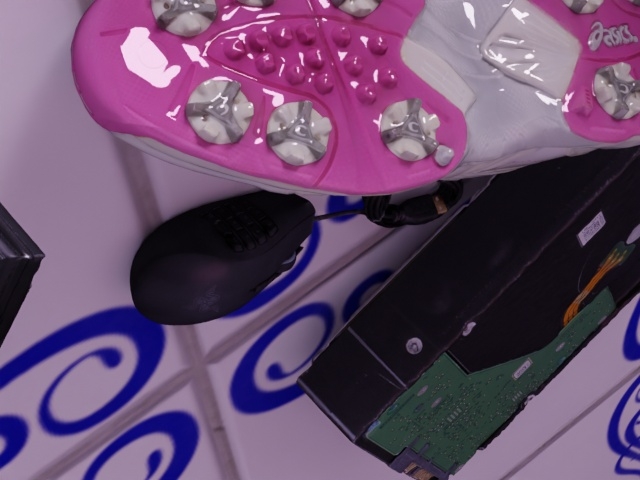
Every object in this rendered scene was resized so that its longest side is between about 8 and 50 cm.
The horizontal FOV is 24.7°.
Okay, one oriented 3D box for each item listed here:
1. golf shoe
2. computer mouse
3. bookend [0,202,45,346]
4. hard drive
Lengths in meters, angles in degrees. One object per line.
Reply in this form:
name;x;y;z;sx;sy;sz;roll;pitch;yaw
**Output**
golf shoe;0.026;-0.065;0.661;0.306;0.115;0.140;-3;168;-29
computer mouse;0.000;0.000;0.782;0.242;0.041;0.071;-18;141;-41
bookend;-0.208;0.047;0.538;0.156;0.072;0.157;-1;128;-52
hard drive;0.150;0.012;0.952;0.339;0.064;0.237;-46;156;0
